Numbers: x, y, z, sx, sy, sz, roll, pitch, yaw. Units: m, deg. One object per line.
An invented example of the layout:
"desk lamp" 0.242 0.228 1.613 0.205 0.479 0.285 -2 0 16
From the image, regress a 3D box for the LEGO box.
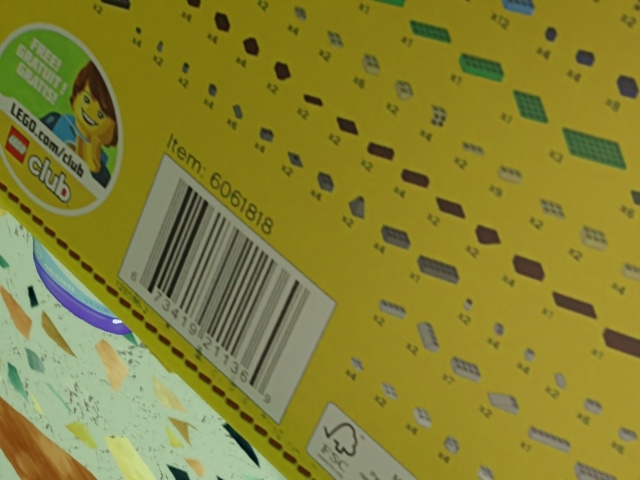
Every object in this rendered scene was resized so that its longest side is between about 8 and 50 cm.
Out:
"LEGO box" 0.126 -0.072 0.483 0.500 0.372 0.193 41 128 22

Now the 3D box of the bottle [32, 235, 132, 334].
"bottle" -0.147 -0.050 1.232 0.118 0.092 0.283 37 147 17

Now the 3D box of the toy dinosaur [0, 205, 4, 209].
"toy dinosaur" -0.186 -0.027 1.162 0.183 0.053 0.092 13 139 31
